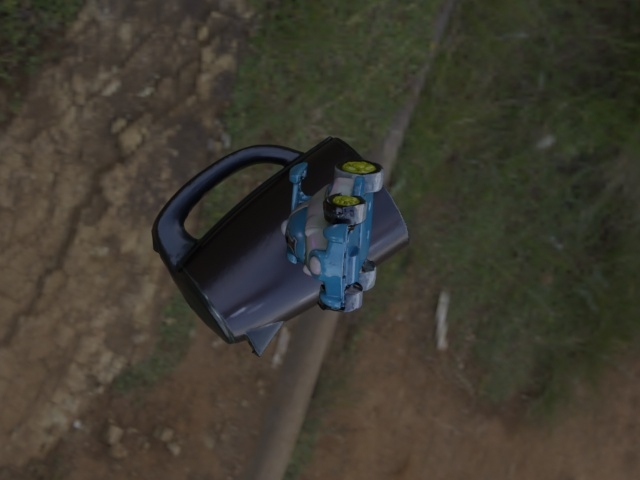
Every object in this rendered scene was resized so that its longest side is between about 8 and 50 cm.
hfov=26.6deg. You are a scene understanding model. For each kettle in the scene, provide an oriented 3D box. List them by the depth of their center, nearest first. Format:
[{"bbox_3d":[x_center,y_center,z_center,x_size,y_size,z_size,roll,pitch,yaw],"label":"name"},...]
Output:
[{"bbox_3d":[-0.052,-0.008,1.450,0.232,0.144,0.202,-34,84,-10],"label":"kettle"}]

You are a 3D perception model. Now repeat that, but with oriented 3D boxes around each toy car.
[{"bbox_3d":[0.000,0.000,1.262,0.161,0.098,0.126,-57,150,-64],"label":"toy car"}]
